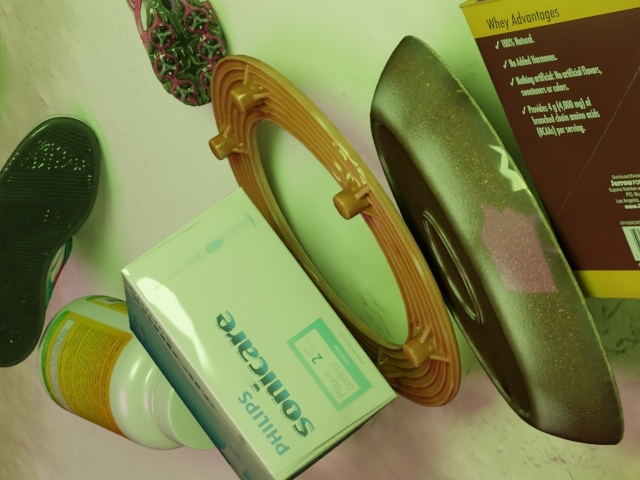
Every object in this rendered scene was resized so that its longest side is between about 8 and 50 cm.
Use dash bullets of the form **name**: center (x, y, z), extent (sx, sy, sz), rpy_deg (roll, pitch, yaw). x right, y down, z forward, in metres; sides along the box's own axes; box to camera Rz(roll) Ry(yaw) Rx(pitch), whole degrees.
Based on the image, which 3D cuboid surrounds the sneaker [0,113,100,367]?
- **sneaker**: center (-0.314, -0.027, 1.745), extent (0.178, 0.123, 0.296), rpy_deg (-110, 40, -61)

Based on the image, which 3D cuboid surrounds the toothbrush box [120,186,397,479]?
- **toothbrush box**: center (-0.062, 0.103, 1.400), extent (0.216, 0.126, 0.295), rpy_deg (53, 169, 8)

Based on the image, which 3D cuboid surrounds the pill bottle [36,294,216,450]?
- **pill bottle**: center (-0.184, 0.144, 1.688), extent (0.245, 0.136, 0.136), rpy_deg (14, 129, 51)

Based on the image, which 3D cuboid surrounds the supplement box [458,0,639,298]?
- **supplement box**: center (0.214, -0.082, 0.891), extent (0.191, 0.129, 0.194), rpy_deg (-2, 117, 57)

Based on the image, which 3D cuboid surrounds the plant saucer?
- **plant saucer**: center (0.108, 0.010, 1.087), extent (0.311, 0.050, 0.310), rpy_deg (63, 177, 6)

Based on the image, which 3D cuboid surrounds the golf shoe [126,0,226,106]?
- **golf shoe**: center (-0.131, -0.204, 1.366), extent (0.086, 0.067, 0.186), rpy_deg (-110, -3, -63)

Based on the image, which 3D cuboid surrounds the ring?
- **ring**: center (0.000, 0.000, 1.310), extent (0.336, 0.032, 0.336), rpy_deg (51, 163, 22)
